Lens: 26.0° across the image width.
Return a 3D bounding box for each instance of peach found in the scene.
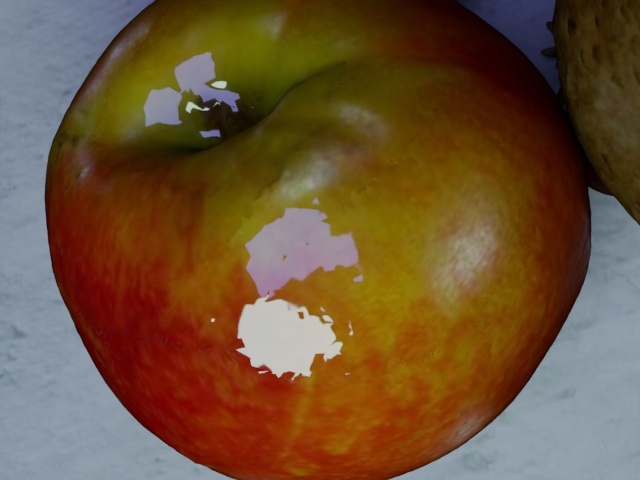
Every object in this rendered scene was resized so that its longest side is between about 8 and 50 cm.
[{"bbox_3d":[0.000,0.000,0.967,0.388,0.388,0.388,2,99,16],"label":"peach"}]

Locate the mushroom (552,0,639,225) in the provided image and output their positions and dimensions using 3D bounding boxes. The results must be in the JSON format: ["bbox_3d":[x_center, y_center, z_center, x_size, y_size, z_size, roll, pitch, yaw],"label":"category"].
[{"bbox_3d":[0.324,-0.156,0.849,0.334,0.356,0.331,-18,114,41],"label":"mushroom"}]

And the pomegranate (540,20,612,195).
[{"bbox_3d":[0.222,-0.106,1.012,0.129,0.129,0.159,-36,87,18],"label":"pomegranate"}]
